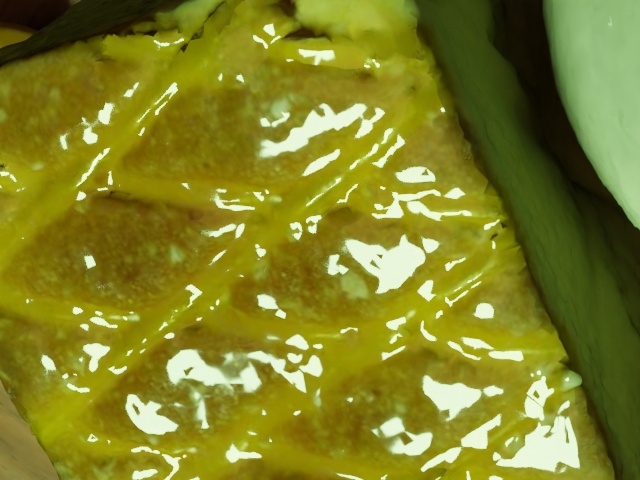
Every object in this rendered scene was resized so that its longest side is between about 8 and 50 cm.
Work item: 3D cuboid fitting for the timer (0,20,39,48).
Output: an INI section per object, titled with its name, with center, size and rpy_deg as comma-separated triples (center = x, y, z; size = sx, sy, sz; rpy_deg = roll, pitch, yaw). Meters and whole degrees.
[timer]
center = -0.200, -0.034, 1.009
size = 0.152, 0.132, 0.132
rpy_deg = -14, 105, 46

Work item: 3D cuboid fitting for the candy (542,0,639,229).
[candy]
center = 0.227, -0.104, 0.783
size = 0.295, 0.185, 0.295
rpy_deg = 0, 88, 17

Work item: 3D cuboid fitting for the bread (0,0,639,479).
[bread]
center = 0.000, 0.000, 0.876
size = 0.279, 0.207, 0.279
rpy_deg = -13, 106, 29
